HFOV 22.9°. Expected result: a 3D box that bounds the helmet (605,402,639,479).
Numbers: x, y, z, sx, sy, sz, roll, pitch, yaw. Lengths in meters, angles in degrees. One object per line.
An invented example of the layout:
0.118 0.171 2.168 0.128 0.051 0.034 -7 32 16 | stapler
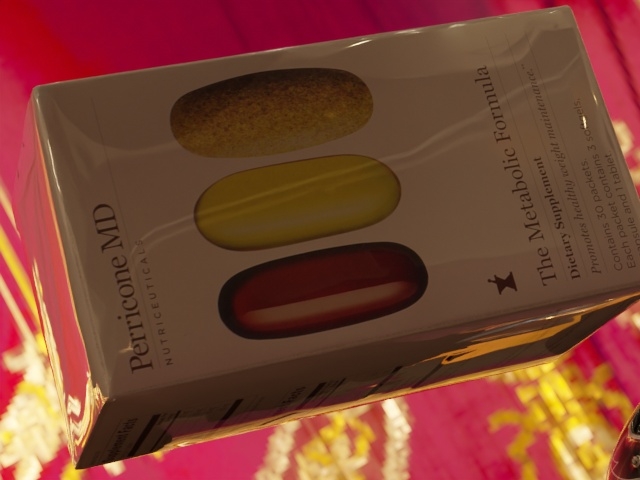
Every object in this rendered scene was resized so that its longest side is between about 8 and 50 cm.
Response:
0.279 0.179 1.118 0.169 0.169 0.161 -48 7 48 | helmet

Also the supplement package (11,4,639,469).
0.000 0.000 0.700 0.244 0.139 0.134 -12 -17 -19 | supplement package
